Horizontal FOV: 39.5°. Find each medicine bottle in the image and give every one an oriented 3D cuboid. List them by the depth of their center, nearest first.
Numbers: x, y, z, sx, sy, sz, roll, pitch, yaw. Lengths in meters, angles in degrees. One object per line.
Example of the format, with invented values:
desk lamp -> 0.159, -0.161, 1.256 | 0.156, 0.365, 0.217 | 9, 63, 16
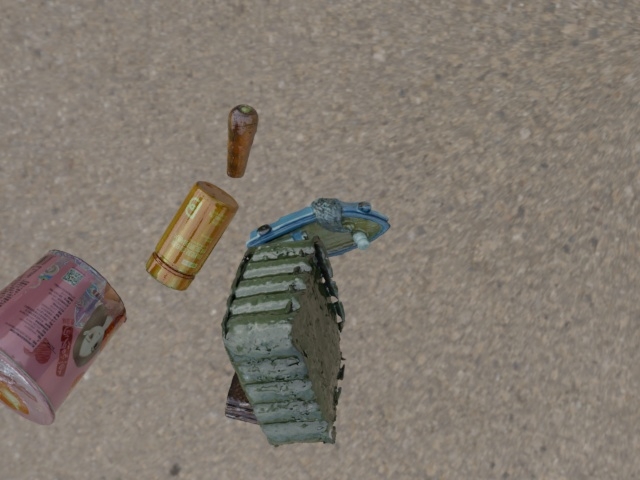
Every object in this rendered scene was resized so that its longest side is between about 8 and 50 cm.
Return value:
medicine bottle -> -0.238, -0.009, 1.655 | 0.096, 0.096, 0.192 | 37, 103, 11

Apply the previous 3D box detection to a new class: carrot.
carrot -> -0.145, -0.179, 1.624 | 0.055, 0.055, 0.161 | 31, 142, 14

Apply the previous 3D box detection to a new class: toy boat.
toy boat -> 0.000, 0.000, 1.476 | 0.237, 0.098, 0.109 | -20, 131, 0

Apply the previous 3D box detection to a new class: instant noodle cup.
instant noodle cup -> -0.491, 0.161, 1.575 | 0.243, 0.231, 0.243 | 24, 144, 19

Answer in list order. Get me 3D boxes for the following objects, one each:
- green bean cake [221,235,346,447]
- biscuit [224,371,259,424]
green bean cake -> -0.043, 0.150, 1.326 | 0.132, 0.241, 0.255 | -9, 127, 13
biscuit -> -0.112, 0.229, 1.953 | 0.107, 0.388, 0.073 | 13, 134, 1
